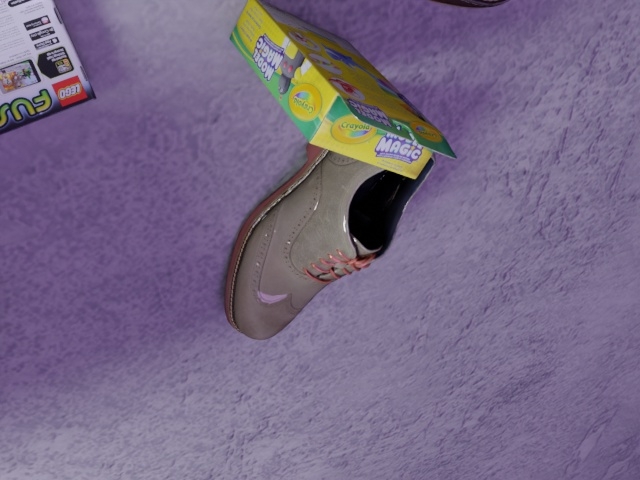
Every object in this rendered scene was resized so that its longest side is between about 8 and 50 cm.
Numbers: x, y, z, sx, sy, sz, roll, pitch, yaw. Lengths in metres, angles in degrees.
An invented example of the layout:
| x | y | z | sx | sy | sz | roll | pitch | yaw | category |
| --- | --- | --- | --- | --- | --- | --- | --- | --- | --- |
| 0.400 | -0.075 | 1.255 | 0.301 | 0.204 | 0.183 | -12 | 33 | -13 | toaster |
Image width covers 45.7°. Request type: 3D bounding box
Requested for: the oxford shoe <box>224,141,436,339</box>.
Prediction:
| x | y | z | sx | sy | sz | roll | pitch | yaw | category |
| --- | --- | --- | --- | --- | --- | --- | --- | --- | --- |
| 0.000 | 0.000 | 0.859 | 0.122 | 0.130 | 0.348 | 11 | 122 | -38 | oxford shoe |

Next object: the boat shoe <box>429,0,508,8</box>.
| x | y | z | sx | sy | sz | roll | pitch | yaw | category |
| --- | --- | --- | --- | --- | --- | --- | --- | --- | --- |
| 0.084 | -0.280 | 0.656 | 0.341 | 0.123 | 0.123 | 20 | 117 | -41 | boat shoe |

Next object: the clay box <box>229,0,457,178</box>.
| x | y | z | sx | sy | sz | roll | pitch | yaw | category |
| --- | --- | --- | --- | --- | --- | --- | --- | --- | --- |
| 0.016 | -0.131 | 0.679 | 0.127 | 0.222 | 0.053 | 14 | 121 | -38 | clay box |

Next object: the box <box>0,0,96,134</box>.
| x | y | z | sx | sy | sz | roll | pitch | yaw | category |
| --- | --- | --- | --- | --- | --- | --- | --- | --- | --- |
| -0.304 | -0.132 | 0.621 | 0.206 | 0.036 | 0.114 | -23 | 137 | -11 | box |
